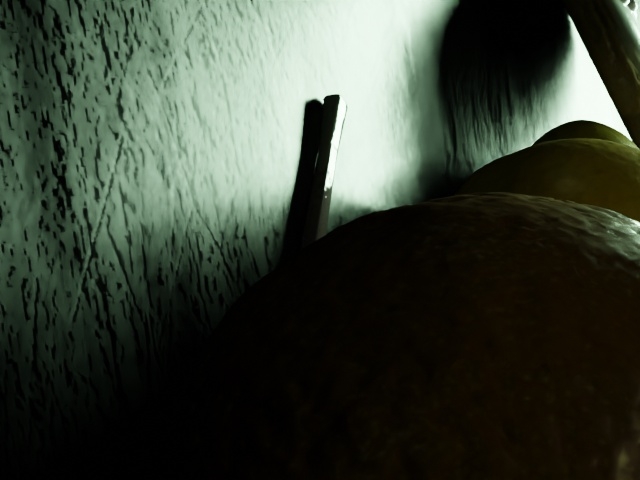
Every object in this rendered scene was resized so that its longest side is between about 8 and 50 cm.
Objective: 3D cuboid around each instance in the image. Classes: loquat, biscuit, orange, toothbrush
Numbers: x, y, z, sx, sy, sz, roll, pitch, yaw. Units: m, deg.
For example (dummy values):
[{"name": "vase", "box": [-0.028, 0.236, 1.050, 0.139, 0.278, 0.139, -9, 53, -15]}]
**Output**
[{"name": "loquat", "box": [0.154, 0.039, 1.144, 0.208, 0.208, 0.208, 26, 60, -57]}, {"name": "biscuit", "box": [0.230, -0.138, 1.414, 0.181, 0.049, 0.208, 58, 14, -33]}, {"name": "orange", "box": [0.087, 0.139, 0.890, 0.357, 0.322, 0.322, 6, 77, -70]}, {"name": "toothbrush", "box": [-0.002, 0.000, 1.062, 0.014, 0.017, 0.194, 52, 37, -51]}]

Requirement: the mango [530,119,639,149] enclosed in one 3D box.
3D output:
[{"name": "mango", "box": [0.200, 0.003, 1.305, 0.137, 0.098, 0.195, 65, 6, -49]}]
